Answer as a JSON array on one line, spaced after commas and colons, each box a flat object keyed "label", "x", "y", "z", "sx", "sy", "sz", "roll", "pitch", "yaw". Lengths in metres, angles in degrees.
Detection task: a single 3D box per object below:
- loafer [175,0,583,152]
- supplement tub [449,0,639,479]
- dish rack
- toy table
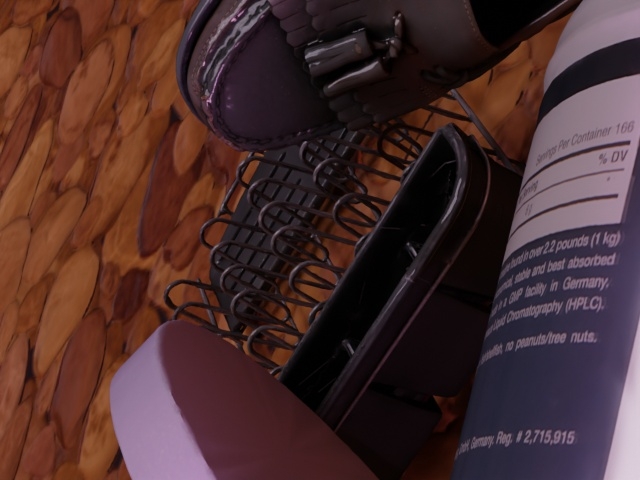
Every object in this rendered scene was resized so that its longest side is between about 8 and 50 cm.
[{"label": "loafer", "x": 0.063, "y": -0.116, "z": 0.741, "sx": 0.267, "sy": 0.096, "sz": 0.084, "roll": -34, "pitch": 36, "yaw": 4}, {"label": "supplement tub", "x": 0.135, "y": 0.038, "z": 0.482, "sx": 0.191, "sy": 0.191, "sz": 0.272, "roll": -8, "pitch": 63, "yaw": 59}, {"label": "dish rack", "x": 0.000, "y": 0.000, "z": 0.874, "sx": 0.208, "sy": 0.074, "sz": 0.271, "roll": -56, "pitch": 29, "yaw": 18}, {"label": "toy table", "x": -0.029, "y": 0.171, "z": 0.648, "sx": 0.161, "sy": 0.252, "sz": 0.274, "roll": -47, "pitch": 33, "yaw": 7}]
